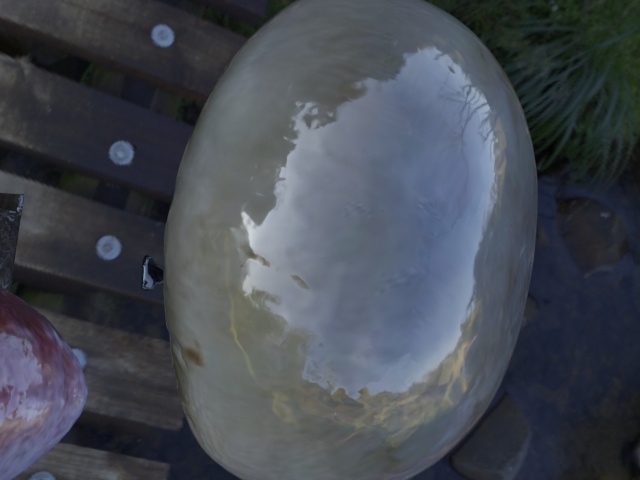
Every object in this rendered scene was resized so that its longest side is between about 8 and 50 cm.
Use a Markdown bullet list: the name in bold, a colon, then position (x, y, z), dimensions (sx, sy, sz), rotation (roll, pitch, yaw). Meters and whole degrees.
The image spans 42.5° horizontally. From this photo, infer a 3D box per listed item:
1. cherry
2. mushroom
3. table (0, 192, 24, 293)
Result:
- **cherry**: position (-0.452, 0.180, 0.892), dimensions (0.335, 0.326, 0.291), rotation (-1, 62, -60)
- **mushroom**: position (0.000, 0.000, 0.604), dimensions (0.362, 0.294, 0.362), rotation (-36, 131, -57)
- **table**: position (-0.620, 0.002, 1.345), dimensions (0.169, 0.172, 0.193), rotation (15, 80, -67)
